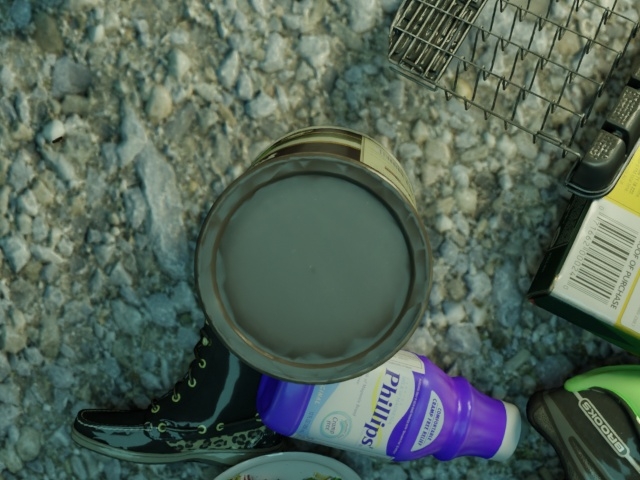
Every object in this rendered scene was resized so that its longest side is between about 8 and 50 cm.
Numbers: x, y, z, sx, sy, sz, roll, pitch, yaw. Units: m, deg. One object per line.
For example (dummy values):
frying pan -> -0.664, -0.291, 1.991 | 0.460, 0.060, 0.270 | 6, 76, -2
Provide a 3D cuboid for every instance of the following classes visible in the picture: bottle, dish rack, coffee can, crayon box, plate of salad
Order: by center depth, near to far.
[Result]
coffee can -> 0.000, 0.000, 0.971 | 0.202, 0.275, 0.201 | 1, 101, 3
dish rack -> 0.212, -0.192, 0.992 | 0.272, 0.074, 0.208 | 30, 80, 14
crayon box -> 0.399, 0.041, 1.028 | 0.319, 0.081, 0.202 | 28, 80, -2
bottle -> 0.078, 0.176, 1.074 | 0.283, 0.092, 0.118 | 17, 97, -16
plate of salad -> -0.043, 0.313, 1.123 | 0.200, 0.048, 0.199 | -5, 128, -6

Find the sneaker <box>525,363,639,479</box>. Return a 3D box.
sneaker -> 0.314, 0.369, 1.104 | 0.202, 0.185, 0.482 | -4, 96, 17

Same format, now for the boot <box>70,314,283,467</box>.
boot -> -0.147, 0.153, 1.104 | 0.237, 0.085, 0.178 | 7, 101, -11
